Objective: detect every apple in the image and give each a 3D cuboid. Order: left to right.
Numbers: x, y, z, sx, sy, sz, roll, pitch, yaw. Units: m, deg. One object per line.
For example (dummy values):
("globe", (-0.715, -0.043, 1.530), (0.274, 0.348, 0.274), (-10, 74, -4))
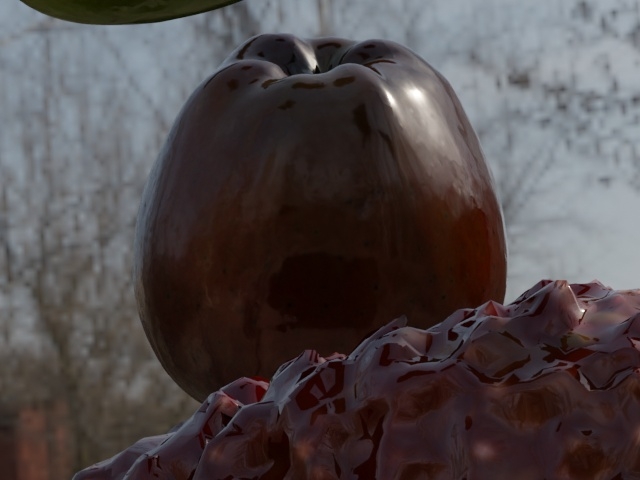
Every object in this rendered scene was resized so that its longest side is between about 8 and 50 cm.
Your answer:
("apple", (-0.001, 0.001, 1.066), (0.234, 0.234, 0.234), (-4, -7, -1))

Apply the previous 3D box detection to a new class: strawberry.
("strawberry", (0.042, 0.162, 0.583), (0.292, 0.292, 0.343), (0, -21, -33))

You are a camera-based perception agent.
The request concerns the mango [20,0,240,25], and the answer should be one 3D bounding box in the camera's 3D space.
("mango", (-0.046, -0.094, 0.553), (0.108, 0.056, 0.073), (-7, -14, -19))
